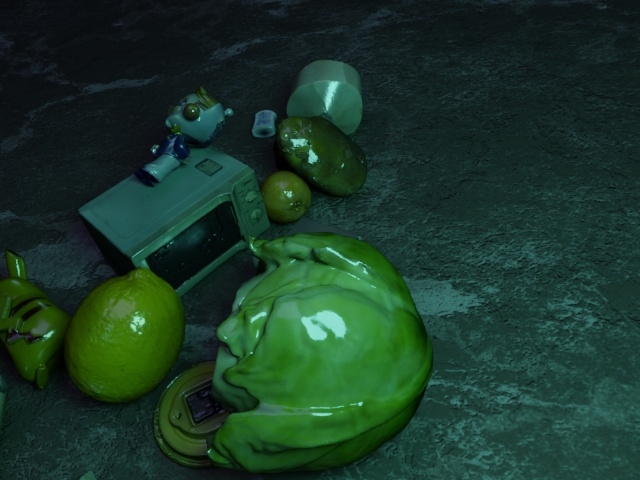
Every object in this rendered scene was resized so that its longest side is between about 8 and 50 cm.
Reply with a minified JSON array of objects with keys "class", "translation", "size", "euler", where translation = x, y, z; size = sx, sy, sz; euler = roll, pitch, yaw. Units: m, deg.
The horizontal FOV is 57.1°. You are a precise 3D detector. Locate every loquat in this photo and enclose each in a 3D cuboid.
[{"class":"loquat","translation":[-0.089,-0.109,1.500],"size":[0.141,0.141,0.141],"euler":[-6,47,6]}]

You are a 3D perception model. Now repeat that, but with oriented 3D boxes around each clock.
[{"class":"clock","translation":[-0.226,0.331,1.173],"size":[0.237,0.057,0.237],"euler":[-5,47,5]}]

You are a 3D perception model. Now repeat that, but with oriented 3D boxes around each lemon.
[{"class":"lemon","translation":[-0.397,0.198,1.204],"size":[0.263,0.236,0.236],"euler":[-48,43,22]}]

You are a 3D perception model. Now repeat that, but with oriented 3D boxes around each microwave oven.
[{"class":"microwave oven","translation":[-0.344,-0.045,1.436],"size":[0.286,0.218,0.355],"euler":[31,59,35]}]

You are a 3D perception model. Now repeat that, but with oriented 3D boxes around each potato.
[{"class":"potato","translation":[0.010,-0.222,1.511],"size":[0.141,0.296,0.191],"euler":[-30,52,38]}]

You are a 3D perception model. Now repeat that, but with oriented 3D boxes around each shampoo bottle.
[{"class":"shampoo bottle","translation":[-0.172,-0.364,1.818],"size":[0.072,0.043,0.099],"euler":[-5,46,6]}]

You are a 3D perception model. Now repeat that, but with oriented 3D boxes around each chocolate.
[{"class":"chocolate","translation":[-0.078,-0.210,1.605],"size":[0.125,0.149,0.080],"euler":[-35,37,33]}]

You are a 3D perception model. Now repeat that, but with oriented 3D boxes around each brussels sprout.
[{"class":"brussels sprout","translation":[0.010,0.206,1.017],"size":[0.361,0.425,0.342],"euler":[13,7,0]}]

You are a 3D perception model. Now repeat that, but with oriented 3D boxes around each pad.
[{"class":"pad","translation":[0.000,0.000,1.471],"size":[0.188,0.006,0.113],"euler":[21,55,28]}]

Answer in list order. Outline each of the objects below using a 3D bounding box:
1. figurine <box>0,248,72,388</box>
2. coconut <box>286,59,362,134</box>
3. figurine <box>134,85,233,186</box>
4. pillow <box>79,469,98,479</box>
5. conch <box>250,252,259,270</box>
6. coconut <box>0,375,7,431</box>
[{"class":"figurine","translation":[-0.680,0.184,1.319],"size":[0.327,0.169,0.218],"euler":[27,53,30]},{"class":"coconut","translation":[0.016,-0.397,1.701],"size":[0.241,0.241,0.241],"euler":[-6,47,6]},{"class":"figurine","translation":[-0.321,-0.244,1.382],"size":[0.194,0.133,0.274],"euler":[-35,25,41]},{"class":"pillow","translation":[-0.437,0.572,0.974],"size":[0.281,0.076,0.274],"euler":[-38,54,-22]},{"class":"conch","translation":[-0.048,0.097,1.290],"size":[0.277,0.195,0.220],"euler":[45,74,4]},{"class":"coconut","translation":[-0.741,0.336,1.148],"size":[0.244,0.239,0.239],"euler":[-30,49,-16]}]
